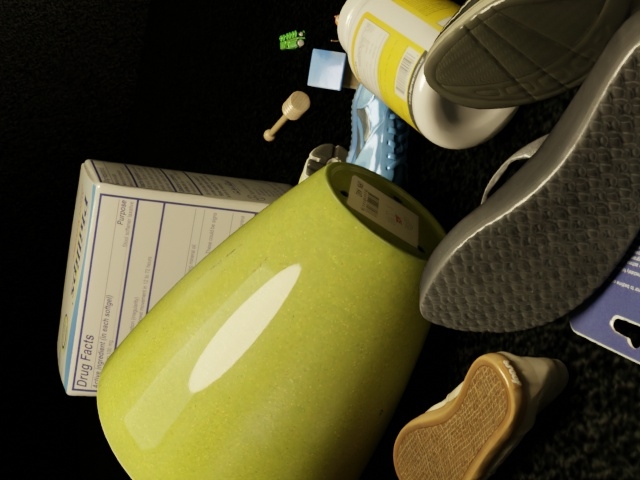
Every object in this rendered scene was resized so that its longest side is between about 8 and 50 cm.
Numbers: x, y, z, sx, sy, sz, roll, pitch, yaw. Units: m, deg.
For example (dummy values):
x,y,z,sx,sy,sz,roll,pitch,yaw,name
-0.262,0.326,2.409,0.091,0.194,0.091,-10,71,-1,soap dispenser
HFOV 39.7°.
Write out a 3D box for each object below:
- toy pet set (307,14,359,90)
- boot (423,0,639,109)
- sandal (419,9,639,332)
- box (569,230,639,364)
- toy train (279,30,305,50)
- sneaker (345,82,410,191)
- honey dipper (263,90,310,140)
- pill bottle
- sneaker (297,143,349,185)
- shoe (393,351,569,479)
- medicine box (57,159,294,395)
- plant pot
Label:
x,y,z,sx,sy,sz,roll,pitch,yaw,name
0.021,-0.232,1.029,0.122,0.065,0.114,-147,66,-67,toy pet set
0.164,-0.199,0.550,0.236,0.085,0.178,-33,37,42,boot
0.148,-0.031,0.522,0.254,0.097,0.054,-54,22,37,sandal
0.214,-0.037,0.510,0.136,0.036,0.225,-149,69,-68,box
-0.041,-0.287,1.276,0.083,0.017,0.023,-161,68,-69,toy train
0.067,-0.086,0.885,0.082,0.069,0.209,34,114,45,sneaker
-0.053,-0.170,1.261,0.161,0.030,0.030,146,127,-67,honey dipper
0.086,-0.159,0.758,0.184,0.103,0.103,52,132,51,pill bottle
0.000,0.000,1.019,0.094,0.081,0.208,152,129,-73,sneaker
0.120,0.151,0.690,0.076,0.058,0.219,61,149,24,shoe
-0.168,0.053,1.126,0.149,0.289,0.263,-138,57,-65,medicine box
-0.018,0.082,0.820,0.293,0.275,0.275,-55,32,25,plant pot
